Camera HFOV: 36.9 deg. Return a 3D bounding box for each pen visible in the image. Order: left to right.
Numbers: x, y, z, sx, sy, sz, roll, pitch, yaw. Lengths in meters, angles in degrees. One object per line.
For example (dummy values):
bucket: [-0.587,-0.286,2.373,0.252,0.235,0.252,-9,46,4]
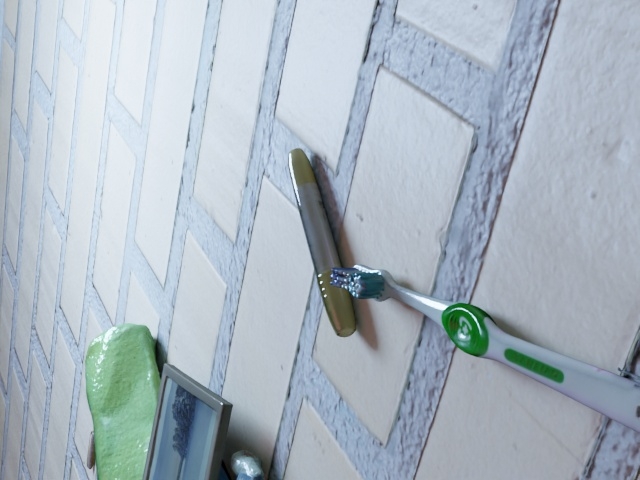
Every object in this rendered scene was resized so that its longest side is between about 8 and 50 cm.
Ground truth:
pen: [0.000,0.000,1.054,0.040,0.032,0.234,92,165,-63]

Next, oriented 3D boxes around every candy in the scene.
candy: [-0.297,0.308,1.533,0.142,0.131,0.344,50,-157,-62]

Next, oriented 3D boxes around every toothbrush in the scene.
toothbrush: [0.135,0.078,0.806,0.418,0.040,0.042,22,109,55]

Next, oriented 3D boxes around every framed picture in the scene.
framed picture: [-0.196,0.334,1.310,0.213,0.016,0.289,16,96,58]

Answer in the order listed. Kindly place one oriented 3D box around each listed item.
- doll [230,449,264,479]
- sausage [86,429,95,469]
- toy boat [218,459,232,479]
doll: [-0.083,0.359,1.177,0.103,0.071,0.214,-48,44,50]
sausage: [-0.466,0.426,1.956,0.015,0.015,0.100,46,131,51]
toy boat: [-0.139,0.400,1.280,0.392,0.079,0.136,61,139,42]
